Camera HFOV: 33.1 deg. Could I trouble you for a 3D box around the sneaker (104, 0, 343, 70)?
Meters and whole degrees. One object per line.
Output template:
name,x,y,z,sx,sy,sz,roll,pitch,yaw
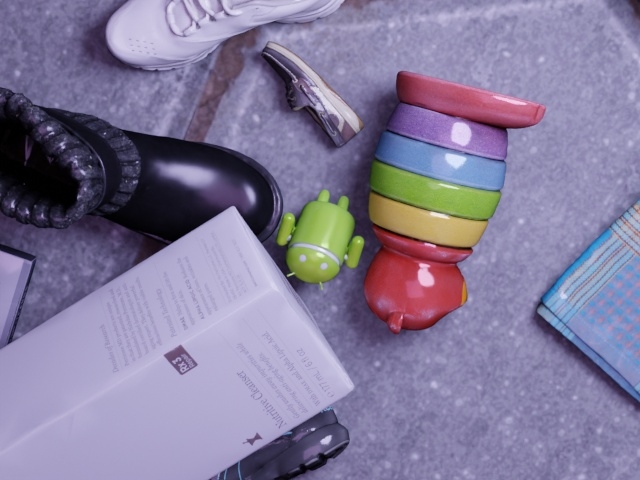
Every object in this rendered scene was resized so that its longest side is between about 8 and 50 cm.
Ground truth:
sneaker,-0.111,-0.280,1.234,0.297,0.129,0.111,-21,94,1

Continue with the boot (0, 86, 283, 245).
boot,-0.214,-0.065,1.172,0.347,0.260,0.131,13,91,-1

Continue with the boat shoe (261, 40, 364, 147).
boat shoe,-0.016,-0.172,1.274,0.152,0.056,0.049,42,86,-2

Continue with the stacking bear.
stacking bear,0.130,-0.036,1.237,0.164,0.175,0.289,13,99,-3

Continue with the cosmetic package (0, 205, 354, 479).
cosmetic package,-0.189,0.163,1.186,0.385,0.156,0.217,-34,133,1

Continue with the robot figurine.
robot figurine,0.000,0.000,1.264,0.101,0.067,0.115,19,67,2

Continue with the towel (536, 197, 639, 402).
towel,0.470,0.040,1.248,0.271,0.040,0.370,42,107,-2

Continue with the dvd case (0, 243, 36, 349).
dvd case,-0.473,0.062,1.268,0.238,0.029,0.179,20,104,-4

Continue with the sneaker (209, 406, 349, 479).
sneaker,-0.100,0.260,1.280,0.267,0.101,0.106,-28,73,-2

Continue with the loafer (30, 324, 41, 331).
loafer,-0.247,0.118,1.268,0.220,0.078,0.080,-17,92,0
